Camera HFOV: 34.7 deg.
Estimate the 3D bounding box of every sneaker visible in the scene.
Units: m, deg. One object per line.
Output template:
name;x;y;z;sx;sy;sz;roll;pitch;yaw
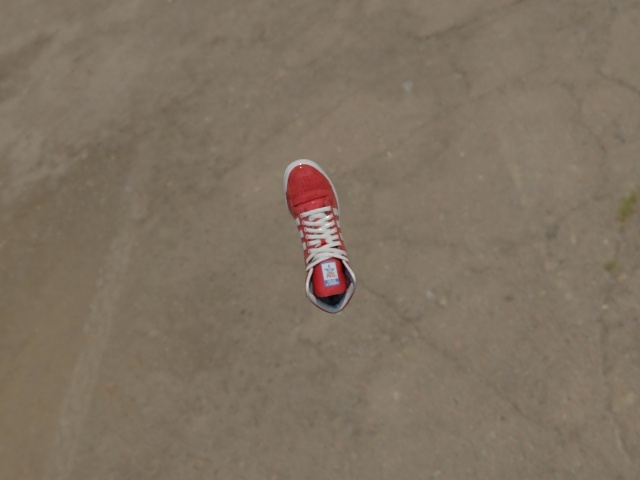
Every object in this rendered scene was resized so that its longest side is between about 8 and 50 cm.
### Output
sneaker;0.000;0.000;0.788;0.042;0.118;0.067;-15;27;2
